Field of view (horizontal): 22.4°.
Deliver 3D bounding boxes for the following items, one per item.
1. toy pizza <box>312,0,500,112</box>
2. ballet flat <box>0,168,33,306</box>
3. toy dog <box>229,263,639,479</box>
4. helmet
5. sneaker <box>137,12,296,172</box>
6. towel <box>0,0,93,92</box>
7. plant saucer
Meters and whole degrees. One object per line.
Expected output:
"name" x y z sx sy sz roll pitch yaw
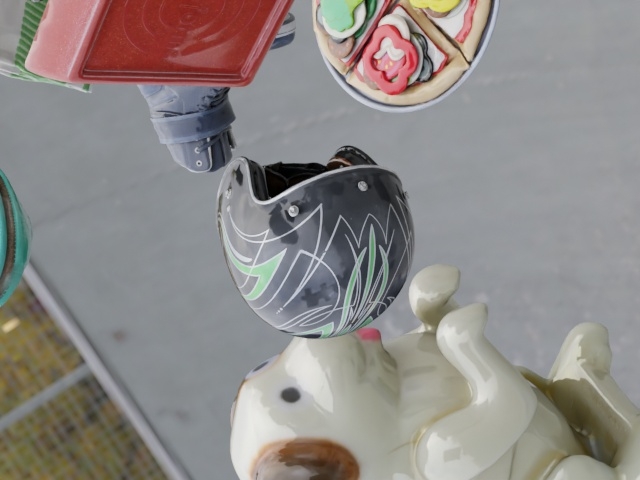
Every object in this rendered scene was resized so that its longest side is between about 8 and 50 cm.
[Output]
"toy pizza" 0.064 -0.209 1.368 0.032 0.201 0.201 -2 -130 -50
"ballet flat" -0.253 -0.026 1.150 0.247 0.083 0.087 47 -175 38
"toy dog" 0.103 0.213 1.700 0.408 0.395 0.284 16 -154 -20
"helmet" 0.000 0.000 1.347 0.161 0.169 0.169 42 166 48
"sneaker" -0.102 -0.165 1.799 0.086 0.226 0.163 -37 -67 -51
"towel" -0.341 -0.298 1.690 0.038 0.248 0.325 10 180 38
"plant saucer" -0.128 -0.236 1.568 0.258 0.259 0.047 -58 46 42
